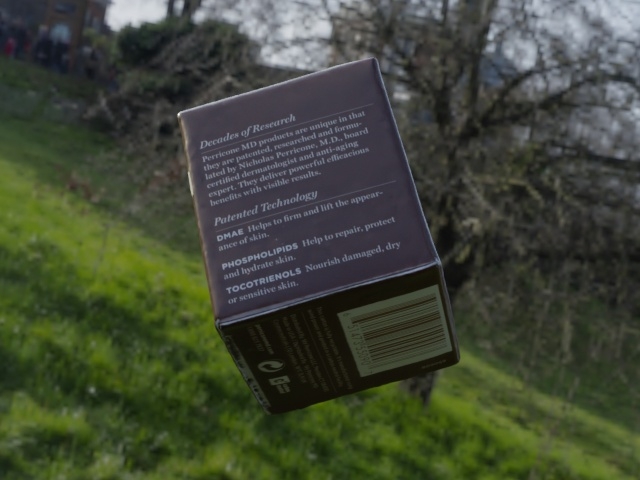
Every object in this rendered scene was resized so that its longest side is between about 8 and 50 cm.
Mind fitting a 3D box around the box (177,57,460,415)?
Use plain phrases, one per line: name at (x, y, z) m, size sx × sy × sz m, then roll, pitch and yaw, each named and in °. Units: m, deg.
box at (0.000, 0.000, 0.966) m, size 0.167 × 0.203 × 0.168 m, roll -16°, pitch -34°, yaw 3°
